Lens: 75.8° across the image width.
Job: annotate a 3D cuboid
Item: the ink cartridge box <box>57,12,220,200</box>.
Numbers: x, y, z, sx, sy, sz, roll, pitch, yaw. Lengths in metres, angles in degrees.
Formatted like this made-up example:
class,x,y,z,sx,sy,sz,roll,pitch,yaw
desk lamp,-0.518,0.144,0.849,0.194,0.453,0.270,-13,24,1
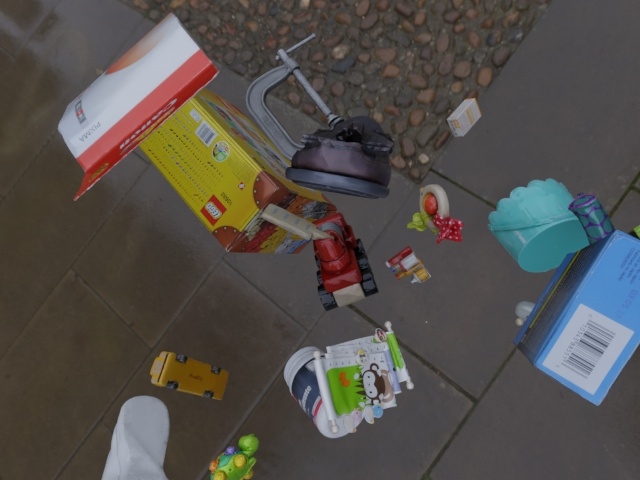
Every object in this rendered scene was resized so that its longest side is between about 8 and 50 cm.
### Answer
class,x,y,z,sx,sy,sz,roll,pitch,yaw
ink cartridge box,-0.163,-0.125,0.351,0.145,0.045,0.179,-39,34,4

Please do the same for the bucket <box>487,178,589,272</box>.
class,x,y,z,sx,sy,sz,roll,pitch,yaw
bucket,0.714,-0.042,1.333,0.282,0.281,0.183,-23,45,9

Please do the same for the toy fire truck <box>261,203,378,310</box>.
class,x,y,z,sx,sy,sz,roll,pitch,yaw
toy fire truck,0.000,0.000,0.878,0.159,0.217,0.246,-20,116,7

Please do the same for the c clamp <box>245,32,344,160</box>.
class,x,y,z,sx,sy,sz,roll,pitch,yaw
c clamp,-0.026,-0.190,0.558,0.137,0.022,0.160,-31,84,-6

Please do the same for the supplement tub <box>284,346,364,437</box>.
class,x,y,z,sx,sy,sz,roll,pitch,yaw
supplement tub,0.013,0.499,1.380,0.191,0.191,0.272,-57,38,-2

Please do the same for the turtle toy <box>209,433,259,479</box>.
class,x,y,z,sx,sy,sz,roll,pitch,yaw
turtle toy,-0.183,0.475,0.880,0.130,0.095,0.066,-33,49,-26

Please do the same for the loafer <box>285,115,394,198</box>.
class,x,y,z,sx,sy,sz,roll,pitch,yaw
loafer,0.032,-0.103,0.469,0.109,0.302,0.095,12,99,7

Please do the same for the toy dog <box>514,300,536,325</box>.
class,x,y,z,sx,sy,sz,roll,pitch,yaw
toy dog,0.731,0.301,1.264,0.161,0.334,0.220,-44,91,-10

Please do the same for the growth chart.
class,x,y,z,sx,sy,sz,roll,pitch,yaw
growth chart,0.089,0.269,0.822,0.021,0.238,0.171,-43,63,47

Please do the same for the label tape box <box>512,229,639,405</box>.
class,x,y,z,sx,sy,sz,roll,pitch,yaw
label tape box,0.471,0.131,0.743,0.106,0.334,0.240,32,94,22

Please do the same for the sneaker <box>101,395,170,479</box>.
class,x,y,z,sx,sy,sz,roll,pitch,yaw
sneaker,-0.206,0.282,0.440,0.094,0.080,0.212,-58,26,22

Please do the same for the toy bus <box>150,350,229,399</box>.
class,x,y,z,sx,sy,sz,roll,pitch,yaw
toy bus,-0.453,0.470,1.424,0.131,0.332,0.108,-1,63,29

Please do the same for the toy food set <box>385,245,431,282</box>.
class,x,y,z,sx,sy,sz,roll,pitch,yaw
toy food set,0.282,0.094,1.353,0.105,0.232,0.111,-37,94,11

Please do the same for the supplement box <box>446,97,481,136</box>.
class,x,y,z,sx,sy,sz,roll,pitch,yaw
supplement box,0.414,-0.354,1.184,0.098,0.062,0.036,-47,33,-17

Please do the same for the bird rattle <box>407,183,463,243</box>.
class,x,y,z,sx,sy,sz,roll,pitch,yaw
bird rattle,0.403,-0.097,1.472,0.143,0.253,0.206,-9,99,-5

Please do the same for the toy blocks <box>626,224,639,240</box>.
class,x,y,z,sx,sy,sz,roll,pitch,yaw
toy blocks,0.867,0.061,0.976,0.191,0.382,0.260,-39,68,25

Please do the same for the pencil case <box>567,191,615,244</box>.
class,x,y,z,sx,sy,sz,roll,pitch,yaw
pencil case,0.690,-0.045,1.042,0.151,0.070,0.064,52,56,-15

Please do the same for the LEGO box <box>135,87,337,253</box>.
class,x,y,z,sx,sy,sz,roll,pitch,yaw
LEGO box,-0.239,-0.204,1.120,0.193,0.373,0.500,-48,72,13
